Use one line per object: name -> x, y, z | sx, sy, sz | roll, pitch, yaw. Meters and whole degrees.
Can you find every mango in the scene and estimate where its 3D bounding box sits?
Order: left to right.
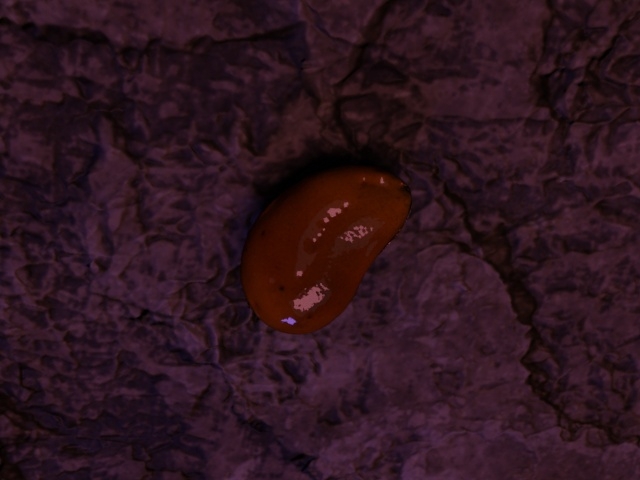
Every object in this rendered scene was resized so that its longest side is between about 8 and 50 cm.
mango -> -0.001, 0.000, 1.061 | 0.105, 0.084, 0.159 | 40, 87, -11
